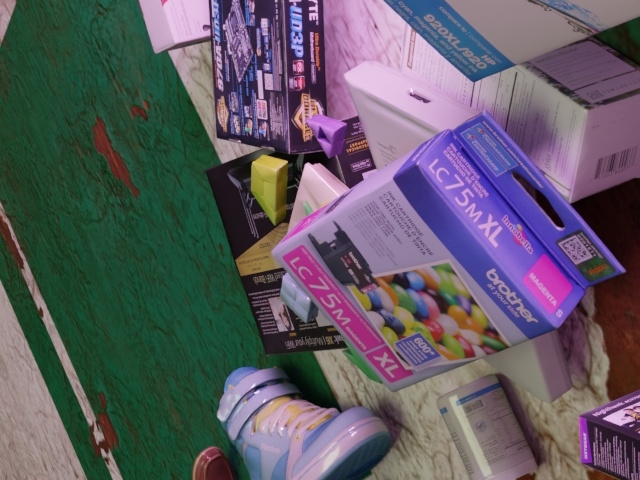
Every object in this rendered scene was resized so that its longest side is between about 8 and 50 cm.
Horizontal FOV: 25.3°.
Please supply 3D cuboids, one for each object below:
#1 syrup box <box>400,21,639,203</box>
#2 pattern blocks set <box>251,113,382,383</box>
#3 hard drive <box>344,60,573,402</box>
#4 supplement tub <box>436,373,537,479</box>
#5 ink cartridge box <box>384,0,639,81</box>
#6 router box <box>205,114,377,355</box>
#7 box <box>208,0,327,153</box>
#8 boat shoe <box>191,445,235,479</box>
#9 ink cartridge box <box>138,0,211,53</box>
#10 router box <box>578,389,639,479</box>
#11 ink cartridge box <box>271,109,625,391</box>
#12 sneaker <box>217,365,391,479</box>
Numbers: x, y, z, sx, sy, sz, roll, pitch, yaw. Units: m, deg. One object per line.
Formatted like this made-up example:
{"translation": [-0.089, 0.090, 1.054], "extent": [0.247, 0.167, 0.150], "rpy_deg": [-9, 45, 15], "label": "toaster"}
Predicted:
{"translation": [0.178, -0.139, 1.241], "extent": [0.237, 0.093, 0.096], "rpy_deg": [42, 140, 41], "label": "syrup box"}
{"translation": [0.026, 0.014, 1.432], "extent": [0.285, 0.026, 0.325], "rpy_deg": [37, 148, 32], "label": "pattern blocks set"}
{"translation": [0.131, -0.008, 1.341], "extent": [0.203, 0.040, 0.307], "rpy_deg": [36, 154, 51], "label": "hard drive"}
{"translation": [0.171, 0.198, 1.468], "extent": [0.071, 0.071, 0.107], "rpy_deg": [-38, 73, 59], "label": "supplement tub"}
{"translation": [0.163, -0.255, 1.034], "extent": [0.168, 0.171, 0.233], "rpy_deg": [40, 148, -24], "label": "ink cartridge box"}
{"translation": [0.000, 0.000, 1.626], "extent": [0.309, 0.081, 0.243], "rpy_deg": [-12, 96, 60], "label": "router box"}
{"translation": [-0.058, -0.208, 1.506], "extent": [0.175, 0.051, 0.220], "rpy_deg": [16, 112, 59], "label": "box"}
{"translation": [-0.144, 0.380, 2.106], "extent": [0.060, 0.064, 0.178], "rpy_deg": [30, 137, 42], "label": "boat shoe"}
{"translation": [-0.136, -0.280, 1.639], "extent": [0.056, 0.135, 0.099], "rpy_deg": [-10, 98, 57], "label": "ink cartridge box"}
{"translation": [0.310, 0.144, 1.098], "extent": [0.133, 0.179, 0.046], "rpy_deg": [19, 119, 55], "label": "router box"}
{"translation": [0.100, 0.020, 1.253], "extent": [0.186, 0.065, 0.311], "rpy_deg": [49, 144, -7], "label": "ink cartridge box"}
{"translation": [-0.038, 0.227, 1.776], "extent": [0.208, 0.127, 0.319], "rpy_deg": [61, 148, 15], "label": "sneaker"}
